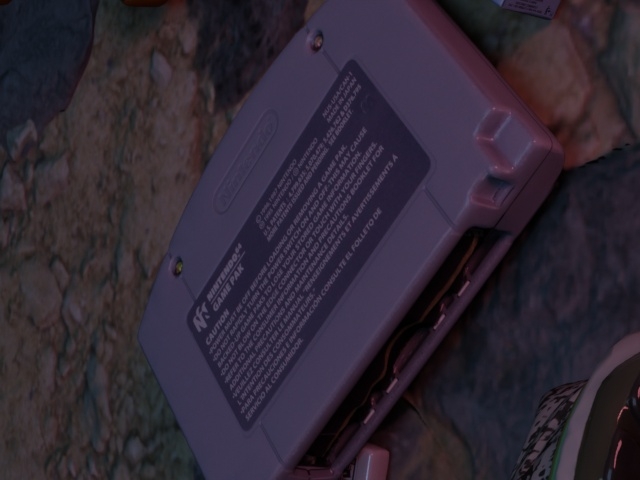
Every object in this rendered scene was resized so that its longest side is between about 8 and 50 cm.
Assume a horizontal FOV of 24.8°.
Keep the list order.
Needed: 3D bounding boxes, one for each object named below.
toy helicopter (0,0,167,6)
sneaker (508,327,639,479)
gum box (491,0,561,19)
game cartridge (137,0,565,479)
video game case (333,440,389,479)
[{"bbox_3d":[-0.202,-0.323,1.063,0.355,0.140,0.235,-125,37,-57],"label":"toy helicopter"},{"bbox_3d":[0.093,0.225,0.603,0.410,0.158,0.182,-64,14,-14],"label":"sneaker"},{"bbox_3d":[0.097,-0.231,0.750,0.157,0.041,0.184,46,121,44],"label":"gum box"},{"bbox_3d":[0.000,0.000,0.827,0.294,0.060,0.196,-56,49,26],"label":"game cartridge"},{"bbox_3d":[-0.023,0.177,0.882,0.157,0.019,0.143,13,97,51],"label":"video game case"}]
